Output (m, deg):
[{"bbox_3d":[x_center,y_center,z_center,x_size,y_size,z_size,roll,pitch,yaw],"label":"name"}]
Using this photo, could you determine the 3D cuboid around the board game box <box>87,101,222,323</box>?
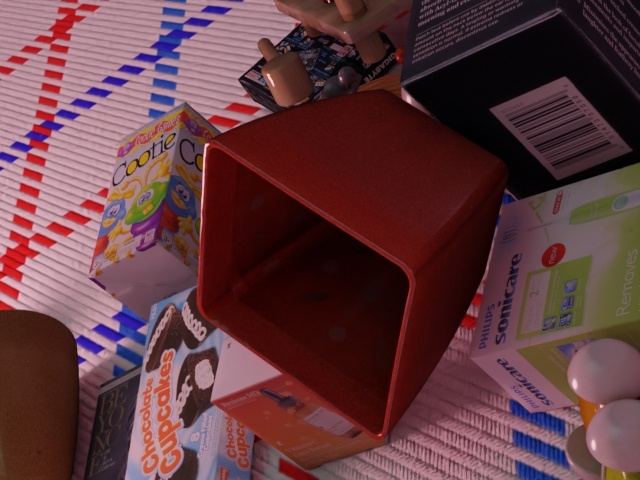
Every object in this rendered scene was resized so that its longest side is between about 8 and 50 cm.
[{"bbox_3d":[-0.219,-0.039,2.319,0.144,0.142,0.275,-26,39,32],"label":"board game box"}]

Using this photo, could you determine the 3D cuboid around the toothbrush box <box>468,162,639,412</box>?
[{"bbox_3d":[0.312,0.040,1.618,0.283,0.122,0.206,-18,43,42],"label":"toothbrush box"}]

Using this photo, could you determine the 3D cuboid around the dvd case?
[{"bbox_3d":[-0.255,0.256,2.174,0.164,0.018,0.221,-29,37,30],"label":"dvd case"}]

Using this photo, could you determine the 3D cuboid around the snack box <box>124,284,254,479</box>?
[{"bbox_3d":[-0.158,0.208,2.011,0.187,0.060,0.322,-24,50,41],"label":"snack box"}]

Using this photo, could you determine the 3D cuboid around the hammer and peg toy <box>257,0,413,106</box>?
[{"bbox_3d":[0.038,-0.351,2.256,0.361,0.127,0.266,-34,30,-11],"label":"hammer and peg toy"}]

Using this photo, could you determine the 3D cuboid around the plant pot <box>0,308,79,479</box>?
[{"bbox_3d":[-0.436,0.267,2.216,0.237,0.237,0.254,-36,48,20],"label":"plant pot"}]

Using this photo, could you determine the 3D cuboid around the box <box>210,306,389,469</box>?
[{"bbox_3d":[-0.018,0.173,1.830,0.130,0.170,0.091,-24,41,36],"label":"box"}]

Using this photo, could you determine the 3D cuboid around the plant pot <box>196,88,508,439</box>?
[{"bbox_3d":[0.048,-0.004,1.686,0.267,0.267,0.236,33,51,23],"label":"plant pot"}]

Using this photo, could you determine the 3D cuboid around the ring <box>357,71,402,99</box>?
[{"bbox_3d":[0.076,-0.104,2.063,0.336,0.032,0.337,-18,44,18],"label":"ring"}]

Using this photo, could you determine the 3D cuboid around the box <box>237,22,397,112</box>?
[{"bbox_3d":[-0.005,-0.253,2.345,0.175,0.051,0.220,-43,32,-8],"label":"box"}]

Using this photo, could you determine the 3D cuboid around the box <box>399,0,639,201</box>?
[{"bbox_3d":[0.277,-0.265,1.814,0.212,0.293,0.395,-23,41,35],"label":"box"}]

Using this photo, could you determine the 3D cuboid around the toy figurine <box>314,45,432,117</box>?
[{"bbox_3d":[0.100,-0.124,1.880,0.209,0.213,0.148,-12,31,24],"label":"toy figurine"}]

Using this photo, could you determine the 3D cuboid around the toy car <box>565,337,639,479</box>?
[{"bbox_3d":[0.304,0.185,1.481,0.136,0.159,0.182,-6,39,-2],"label":"toy car"}]
